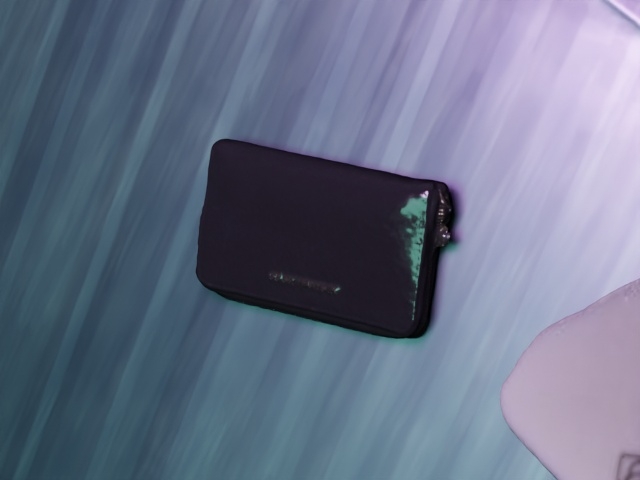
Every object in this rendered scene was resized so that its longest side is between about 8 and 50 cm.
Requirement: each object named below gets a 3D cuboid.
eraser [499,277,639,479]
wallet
[{"bbox_3d":[0.323,0.164,1.388,0.331,0.150,0.331,-11,70,33],"label":"eraser"},{"bbox_3d":[0.000,0.000,1.667,0.250,0.044,0.149,14,101,28],"label":"wallet"}]
